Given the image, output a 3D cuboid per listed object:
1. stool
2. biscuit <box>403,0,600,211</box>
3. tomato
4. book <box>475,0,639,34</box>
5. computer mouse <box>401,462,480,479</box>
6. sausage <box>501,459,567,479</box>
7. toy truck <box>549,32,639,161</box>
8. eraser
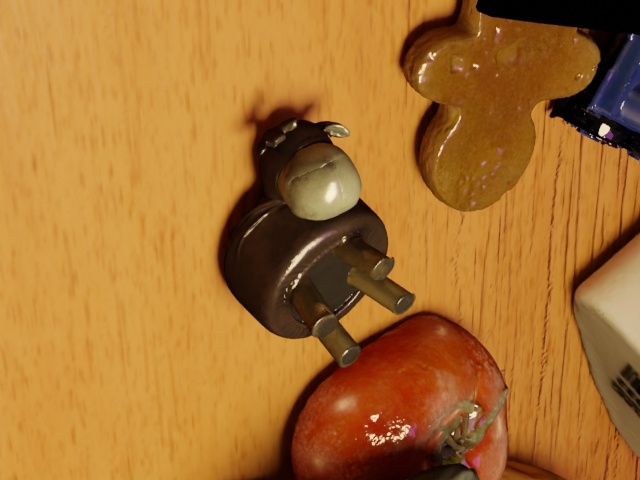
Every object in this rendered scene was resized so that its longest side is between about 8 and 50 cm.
[{"bbox_3d":[0.000,0.000,1.487,0.125,0.121,0.217,-25,139,-29],"label":"stool"},{"bbox_3d":[0.150,-0.163,1.568,0.197,0.049,0.302,-4,120,-34],"label":"biscuit"},{"bbox_3d":[0.085,0.183,1.705,0.236,0.095,0.237,-20,119,-40],"label":"tomato"},{"bbox_3d":[0.280,-0.271,1.518,0.322,0.018,0.228,2,105,-27],"label":"book"},{"bbox_3d":[0.030,0.342,1.556,0.374,0.114,0.203,-47,141,-11],"label":"computer mouse"},{"bbox_3d":[0.217,0.291,1.930,0.120,0.136,0.241,-59,147,-4],"label":"sausage"},{"bbox_3d":[0.325,-0.125,1.675,0.213,0.177,0.161,16,105,-50],"label":"toy truck"},{"bbox_3d":[0.409,0.161,1.878,0.150,0.331,0.331,-42,141,-13],"label":"eraser"}]
